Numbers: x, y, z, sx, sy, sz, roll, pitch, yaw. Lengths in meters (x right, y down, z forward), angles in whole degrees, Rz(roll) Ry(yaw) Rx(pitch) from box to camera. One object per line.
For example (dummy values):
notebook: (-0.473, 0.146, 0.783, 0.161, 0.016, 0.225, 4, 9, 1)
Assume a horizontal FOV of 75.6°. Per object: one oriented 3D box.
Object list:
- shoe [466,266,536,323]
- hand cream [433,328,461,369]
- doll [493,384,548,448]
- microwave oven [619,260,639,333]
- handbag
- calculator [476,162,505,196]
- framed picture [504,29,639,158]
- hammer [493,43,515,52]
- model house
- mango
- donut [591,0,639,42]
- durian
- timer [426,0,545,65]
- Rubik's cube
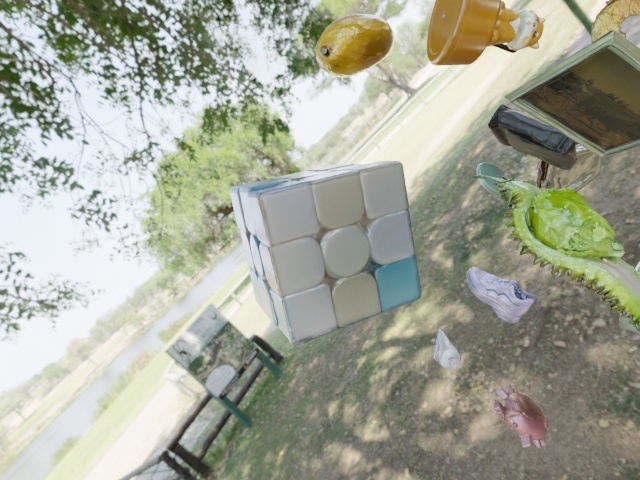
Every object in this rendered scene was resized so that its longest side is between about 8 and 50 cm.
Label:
shoe: (0.646, 0.175, 1.483, 0.095, 0.245, 0.137, -24, -26, -45)
hand cream: (0.321, 0.287, 1.055, 0.142, 0.053, 0.084, -84, 5, -85)
doll: (0.694, 0.602, 1.419, 0.093, 0.262, 0.211, -50, 34, 36)
microwave oven: (1.073, 0.176, 1.321, 0.241, 0.193, 0.145, -34, 33, -32)
handbag: (0.588, -0.281, 1.122, 0.247, 0.223, 0.080, 3, -63, -57)
calculator: (0.499, -0.175, 1.186, 0.021, 0.153, 0.095, -28, 58, 51)
framed picture: (0.466, -0.217, 0.672, 0.197, 0.253, 0.014, -22, 47, 68)
hammer: (0.459, -0.497, 1.048, 0.179, 0.021, 0.065, -5, 8, -37)
model house: (0.985, -0.297, 1.648, 0.220, 0.199, 0.229, 1, 28, 24)
mango: (0.096, -0.477, 1.017, 0.177, 0.119, 0.317, -24, 8, 37)
donut: (0.789, -0.556, 1.042, 0.078, 0.145, 0.181, -16, -5, -45)
durian: (0.387, -0.013, 0.676, 0.132, 0.375, 0.107, -43, -33, 18)
timer: (0.248, -0.311, 0.592, 0.132, 0.152, 0.131, -173, 90, -84)
Rubik's cube: (0.000, 0.000, 1.036, 0.347, 0.346, 0.344, -15, 15, -21)
